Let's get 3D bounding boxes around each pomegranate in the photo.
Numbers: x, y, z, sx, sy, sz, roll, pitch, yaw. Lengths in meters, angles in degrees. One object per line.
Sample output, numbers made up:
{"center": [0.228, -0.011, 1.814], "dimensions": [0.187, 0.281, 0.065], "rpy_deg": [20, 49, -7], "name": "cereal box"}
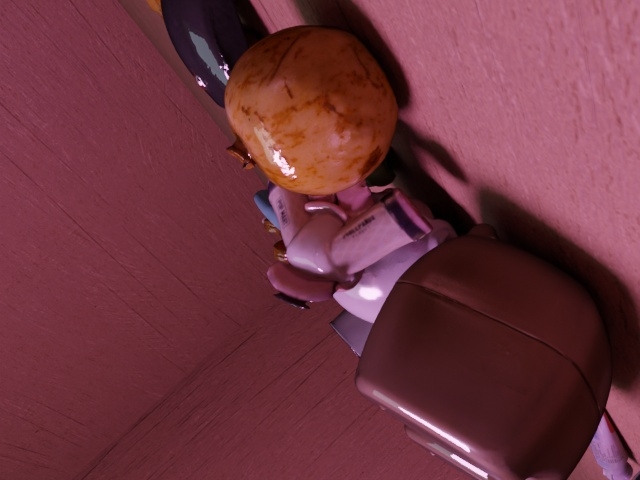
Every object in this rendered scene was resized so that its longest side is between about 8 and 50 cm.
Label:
{"center": [-0.017, -0.152, 0.757], "dimensions": [0.215, 0.215, 0.215], "rpy_deg": [47, 176, 5], "name": "pomegranate"}

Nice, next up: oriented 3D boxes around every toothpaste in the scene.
{"center": [0.516, 0.355, 1.136], "dimensions": [0.234, 0.057, 0.089], "rpy_deg": [57, 171, -23], "name": "toothpaste"}

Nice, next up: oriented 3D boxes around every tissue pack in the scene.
{"center": [0.236, 0.171, 0.817], "dimensions": [0.267, 0.276, 0.387], "rpy_deg": [27, 166, 36], "name": "tissue pack"}

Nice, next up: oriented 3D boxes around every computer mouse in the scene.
{"center": [-0.198, -0.348, 1.023], "dimensions": [0.170, 0.100, 0.269], "rpy_deg": [34, 147, 58], "name": "computer mouse"}

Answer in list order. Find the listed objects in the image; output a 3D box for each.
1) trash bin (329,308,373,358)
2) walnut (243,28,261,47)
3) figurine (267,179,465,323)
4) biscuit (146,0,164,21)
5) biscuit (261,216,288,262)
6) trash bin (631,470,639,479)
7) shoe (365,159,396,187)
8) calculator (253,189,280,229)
{"center": [0.192, 0.244, 1.871], "dimensions": [0.277, 0.263, 0.217], "rpy_deg": [50, 176, -18], "name": "trash bin"}
{"center": [-0.136, -0.321, 1.195], "dimensions": [0.167, 0.087, 0.211], "rpy_deg": [45, 177, -16], "name": "walnut"}
{"center": [0.074, 0.017, 0.944], "dimensions": [0.253, 0.210, 0.361], "rpy_deg": [32, -173, 34], "name": "figurine"}
{"center": [-0.293, -0.479, 1.162], "dimensions": [0.213, 0.091, 0.274], "rpy_deg": [61, 173, 7], "name": "biscuit"}
{"center": [0.000, -0.001, 1.753], "dimensions": [0.432, 0.283, 0.064], "rpy_deg": [-119, 28, -62], "name": "biscuit"}
{"center": [0.625, 0.482, 1.120], "dimensions": [0.116, 0.059, 0.130], "rpy_deg": [47, 177, 38], "name": "trash bin"}
{"center": [0.037, -0.137, 1.062], "dimensions": [0.140, 0.128, 0.262], "rpy_deg": [34, -174, -30], "name": "shoe"}
{"center": [-0.033, -0.071, 1.748], "dimensions": [0.256, 0.054, 0.386], "rpy_deg": [-1, -155, -33], "name": "calculator"}
